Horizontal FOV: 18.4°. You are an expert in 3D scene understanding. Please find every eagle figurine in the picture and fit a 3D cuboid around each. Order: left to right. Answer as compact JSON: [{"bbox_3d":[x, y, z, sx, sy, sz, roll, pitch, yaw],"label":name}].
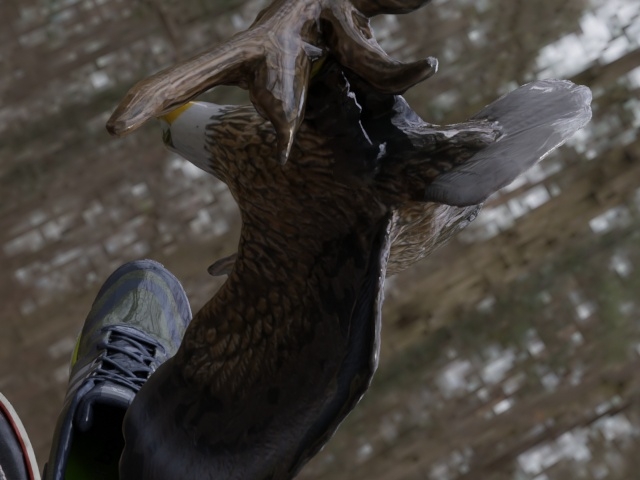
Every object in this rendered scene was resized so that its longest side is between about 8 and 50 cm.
[{"bbox_3d":[-0.006,-0.006,0.973,0.225,0.226,0.298,-117,-160,-46],"label":"eagle figurine"}]

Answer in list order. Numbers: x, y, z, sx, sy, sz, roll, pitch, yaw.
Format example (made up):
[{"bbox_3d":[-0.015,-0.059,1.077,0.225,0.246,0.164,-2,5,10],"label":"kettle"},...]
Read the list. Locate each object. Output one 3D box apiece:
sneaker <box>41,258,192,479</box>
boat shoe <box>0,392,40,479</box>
[{"bbox_3d":[-0.158,0.135,1.584,0.121,0.111,0.300,109,-9,-54],"label":"sneaker"},{"bbox_3d":[-0.172,0.072,0.869,0.137,0.043,0.049,50,-45,21],"label":"boat shoe"}]
